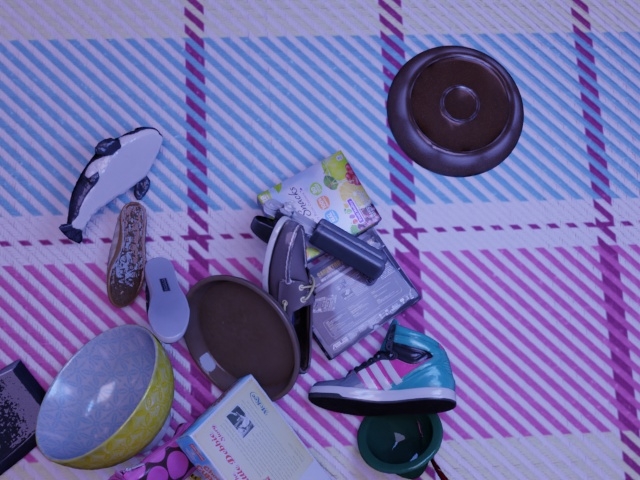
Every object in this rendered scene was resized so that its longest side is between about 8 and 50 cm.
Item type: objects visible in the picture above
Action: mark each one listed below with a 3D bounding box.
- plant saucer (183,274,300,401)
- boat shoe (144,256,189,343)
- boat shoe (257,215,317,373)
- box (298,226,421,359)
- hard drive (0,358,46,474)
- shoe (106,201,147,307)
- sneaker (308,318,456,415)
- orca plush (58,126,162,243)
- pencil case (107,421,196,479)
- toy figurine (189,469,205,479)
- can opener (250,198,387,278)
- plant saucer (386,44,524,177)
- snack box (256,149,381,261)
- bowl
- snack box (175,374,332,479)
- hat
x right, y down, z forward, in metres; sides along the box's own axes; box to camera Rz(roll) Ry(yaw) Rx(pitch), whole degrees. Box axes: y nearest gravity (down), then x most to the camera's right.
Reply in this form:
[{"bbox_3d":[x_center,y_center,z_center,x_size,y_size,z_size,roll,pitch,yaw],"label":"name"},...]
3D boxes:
[{"bbox_3d":[-0.152,0.189,1.576,0.278,0.278,0.041,46,38,5],"label":"plant saucer"},{"bbox_3d":[-0.309,0.130,1.591,0.080,0.076,0.228,-7,40,-20],"label":"boat shoe"},{"bbox_3d":[-0.054,0.112,1.575,0.097,0.116,0.324,15,113,22],"label":"boat shoe"},{"bbox_3d":[0.064,0.111,1.680,0.231,0.056,0.183,-34,82,-9],"label":"box"},{"bbox_3d":[-0.652,0.370,1.579,0.255,0.054,0.172,-39,84,-10],"label":"hard drive"},{"bbox_3d":[-0.397,0.030,1.669,0.077,0.058,0.219,11,81,-22],"label":"shoe"},{"bbox_3d":[0.124,0.249,1.626,0.296,0.123,0.178,-3,58,15],"label":"sneaker"},{"bbox_3d":[-0.449,-0.126,1.695,0.151,0.102,0.287,29,86,-43],"label":"orca plush"},{"bbox_3d":[-0.290,0.410,1.478,0.095,0.209,0.098,-1,109,33],"label":"pencil case"},{"bbox_3d":[-0.238,0.592,1.481,0.191,0.217,0.362,-28,81,-9],"label":"toy figurine"},{"bbox_3d":[0.000,0.000,1.633,0.280,0.074,0.093,26,116,-1],"label":"can opener"},{"bbox_3d":[0.303,-0.294,1.784,0.311,0.050,0.310,1,78,-5],"label":"plant saucer"},{"bbox_3d":[-0.004,-0.063,1.703,0.207,0.070,0.174,-30,83,-7],"label":"snack box"},{"bbox_3d":[-0.378,0.320,1.541,0.289,0.289,0.156,-48,128,-11],"label":"bowl"},{"bbox_3d":[-0.105,0.436,1.524,0.322,0.060,0.187,54,45,-5],"label":"snack box"},{"bbox_3d":[0.185,0.451,1.636,0.173,0.183,0.208,-22,37,1],"label":"hat"}]
